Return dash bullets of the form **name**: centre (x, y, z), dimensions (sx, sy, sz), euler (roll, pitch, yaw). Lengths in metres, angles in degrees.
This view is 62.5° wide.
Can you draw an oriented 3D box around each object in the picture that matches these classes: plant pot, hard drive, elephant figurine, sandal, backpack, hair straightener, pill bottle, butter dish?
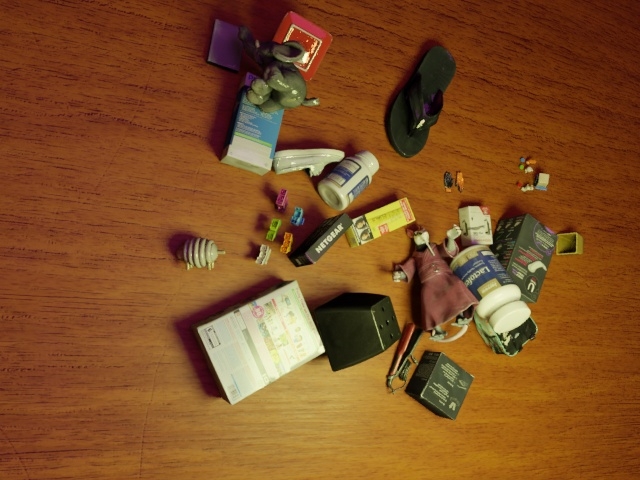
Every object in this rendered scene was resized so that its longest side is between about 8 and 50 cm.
- **plant pot**: centre (0.120, 0.245, 1.508), dimensions (0.187, 0.167, 0.188), euler (-18, 91, -57)
- **hard drive**: centre (-0.275, -0.566, 1.541), dimensions (0.094, 0.022, 0.135), euler (13, 79, -24)
- **plant pot**: centre (0.968, 0.020, 2.029), dimensions (0.083, 0.081, 0.081), euler (13, 78, -36)
- **elephant figurine**: centre (-0.120, -0.486, 1.460), dimensions (0.186, 0.169, 0.239), euler (35, 47, -48)
- **sandal**: centre (0.352, -0.487, 1.780), dimensions (0.168, 0.107, 0.445), euler (30, 72, -19)
- **backpack**: centre (0.614, 0.274, 1.789), dimensions (0.166, 0.144, 0.188), euler (-35, 101, -17)
- **hair straightener**: centre (0.279, 0.382, 1.671), dimensions (0.089, 0.047, 0.230), euler (29, 72, -19)
- **pill bottle**: centre (0.090, -0.190, 1.618), dimensions (0.187, 0.112, 0.112), euler (-44, 103, -23)
- **butter dish**: centre (-0.071, -0.593, 1.595), dimensions (0.160, 0.118, 0.160), euler (21, 115, -23)
- **pill bottle**: centre (0.538, 0.153, 1.680), dimensions (0.153, 0.153, 0.264), euler (-4, 47, -26)

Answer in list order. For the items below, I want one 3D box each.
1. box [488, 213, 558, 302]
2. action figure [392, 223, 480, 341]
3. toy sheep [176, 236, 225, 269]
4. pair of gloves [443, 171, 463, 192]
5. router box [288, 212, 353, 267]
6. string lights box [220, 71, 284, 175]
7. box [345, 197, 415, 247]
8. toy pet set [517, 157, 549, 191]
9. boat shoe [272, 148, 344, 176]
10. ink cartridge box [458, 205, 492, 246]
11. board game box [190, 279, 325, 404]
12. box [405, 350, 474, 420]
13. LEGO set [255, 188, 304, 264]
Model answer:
- **box**: centre (0.691, 0.067, 1.852), dimensions (0.165, 0.143, 0.270), euler (32, 72, -17)
- **action figure**: centre (0.380, 0.110, 1.678), dimensions (0.276, 0.248, 0.370), euler (34, 35, -55)
- **toy sheep**: centre (-0.319, 0.034, 1.408), dimensions (0.132, 0.091, 0.091), euler (-1, 83, -1)
- **pair of gloves**: centre (0.470, -0.204, 1.856), dimensions (0.083, 0.010, 0.074), euler (-2, 86, -23)
- **router box**: centre (0.000, 0.000, 1.539), dimensions (0.179, 0.133, 0.046), euler (-46, 102, -22)
- **string lights box**: centre (-0.188, -0.335, 1.522), dimensions (0.133, 0.077, 0.259), euler (17, 76, -23)
- **box**: centre (0.185, -0.058, 1.675), dimensions (0.232, 0.058, 0.087), euler (-22, 93, -26)
- **toy pet set**: centre (0.806, -0.237, 2.006), dimensions (0.114, 0.065, 0.122), euler (11, 73, 12)
- **boat shoe**: centre (-0.035, -0.231, 1.589), dimensions (0.228, 0.079, 0.081), euler (-6, 93, -20)
- **ink cartridge box**: centre (0.543, -0.049, 1.845), dimensions (0.099, 0.056, 0.135), euler (-2, 84, -26)
- **board game box**: centre (-0.167, 0.270, 1.448), dimensions (0.303, 0.097, 0.224), euler (-24, 95, -24)
- **box**: centre (0.381, 0.460, 1.684), dimensions (0.156, 0.093, 0.158), euler (39, 68, -17)
- **LEGO set**: centre (-0.104, -0.022, 1.528), dimensions (0.087, 0.093, 0.227), euler (17, 80, 9)
